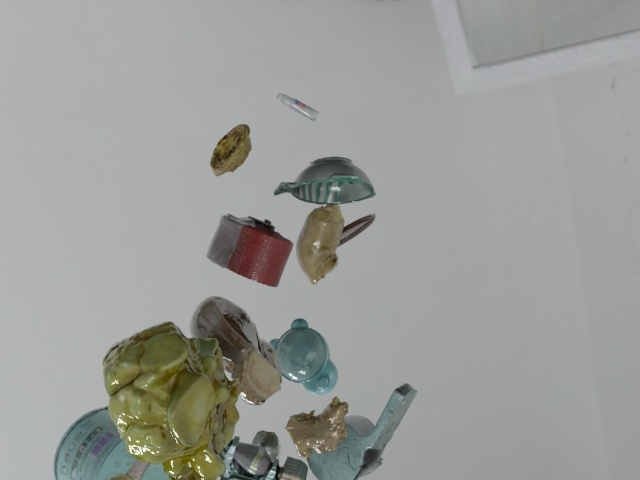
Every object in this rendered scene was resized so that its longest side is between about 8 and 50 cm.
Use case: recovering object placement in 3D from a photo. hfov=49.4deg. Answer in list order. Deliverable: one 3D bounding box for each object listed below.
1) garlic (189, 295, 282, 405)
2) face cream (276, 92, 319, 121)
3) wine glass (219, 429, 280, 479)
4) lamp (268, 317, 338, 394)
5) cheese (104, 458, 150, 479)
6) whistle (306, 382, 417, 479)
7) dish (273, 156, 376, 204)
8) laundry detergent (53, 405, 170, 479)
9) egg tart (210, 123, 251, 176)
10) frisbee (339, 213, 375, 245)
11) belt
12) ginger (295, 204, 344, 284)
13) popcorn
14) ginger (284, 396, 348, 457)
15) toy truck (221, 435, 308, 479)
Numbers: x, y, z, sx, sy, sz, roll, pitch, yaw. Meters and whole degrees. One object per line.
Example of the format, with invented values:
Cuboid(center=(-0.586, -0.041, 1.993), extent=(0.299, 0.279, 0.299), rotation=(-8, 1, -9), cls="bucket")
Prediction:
Cuboid(center=(-0.214, 0.259, 1.742), extent=(0.132, 0.279, 0.325), rotation=(-39, -150, -4), cls="garlic")
Cuboid(center=(-0.068, -0.390, 2.025), extent=(0.130, 0.034, 0.034), rotation=(26, 177, -14), cls="face cream")
Cuboid(center=(-0.231, 0.721, 2.321), extent=(0.156, 0.156, 0.232), rotation=(-8, 178, 23), cls="wine glass")
Cuboid(center=(-0.052, 0.448, 2.598), extent=(0.209, 0.284, 0.147), rotation=(-41, -179, 5), cls="lamp")
Cuboid(center=(-0.418, 0.535, 1.490), extent=(0.050, 0.127, 0.255), rotation=(-10, -159, 21), cls="cheese")
Cuboid(center=(0.132, 0.583, 2.038), extent=(0.404, 0.188, 0.168), rotation=(-32, 159, 18), cls="whistle")
Cuboid(center=(0.013, -0.148, 1.652), extent=(0.246, 0.078, 0.224), rotation=(2, 167, -16), cls="dish")
Cuboid(center=(-0.549, 0.611, 1.889), extent=(0.287, 0.287, 0.305), rotation=(-16, -167, -40), cls="laundry detergent")
Cuboid(center=(-0.184, -0.186, 1.482), extent=(0.049, 0.129, 0.128), rotation=(34, 159, -31), cls="egg tart")
Cuboid(center=(0.076, -0.018, 2.303), extent=(0.250, 0.021, 0.251), rotation=(-31, -172, 5), cls="frisbee")
Cuboid(center=(-0.142, 0.011, 1.432), extent=(0.128, 0.124, 0.201), rotation=(22, 180, -39), cls="belt")
Cuboid(center=(0.000, 0.000, 2.114), extent=(0.152, 0.267, 0.138), rotation=(8, -173, 28), cls="ginger")
Cuboid(center=(-0.312, 0.328, 1.422), extent=(0.293, 0.292, 0.334), rotation=(0, 149, 32), cls="popcorn")
Cuboid(center=(0.006, 0.502, 1.854), extent=(0.213, 0.137, 0.074), rotation=(-29, -169, 20), cls="ginger")
Cuboid(center=(-0.161, 0.657, 1.990), extent=(0.256, 0.140, 0.108), rotation=(15, -159, 3), cls="toy truck")
